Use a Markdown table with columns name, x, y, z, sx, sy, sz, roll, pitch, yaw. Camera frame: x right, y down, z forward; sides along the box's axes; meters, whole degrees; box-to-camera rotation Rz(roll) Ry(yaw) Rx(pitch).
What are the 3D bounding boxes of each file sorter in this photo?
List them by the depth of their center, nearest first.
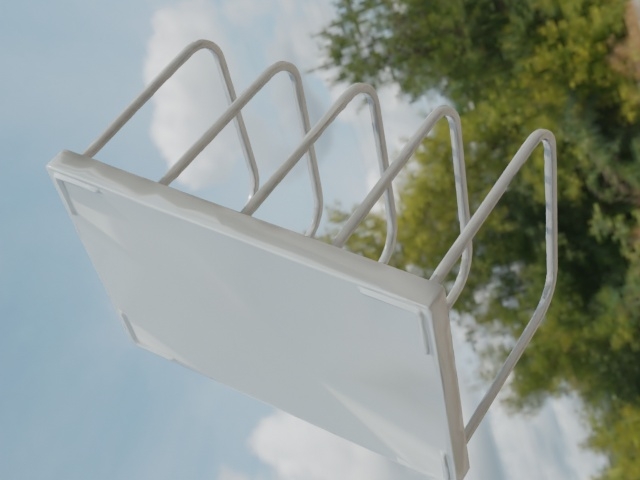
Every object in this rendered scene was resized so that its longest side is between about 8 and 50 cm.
| name | x | y | z | sx | sy | sz | roll | pitch | yaw |
| --- | --- | --- | --- | --- | --- | --- | --- | --- | --- |
| file sorter | 0.000 | 0.000 | 0.768 | 0.173 | 0.278 | 0.193 | -53 | -32 | -31 |
